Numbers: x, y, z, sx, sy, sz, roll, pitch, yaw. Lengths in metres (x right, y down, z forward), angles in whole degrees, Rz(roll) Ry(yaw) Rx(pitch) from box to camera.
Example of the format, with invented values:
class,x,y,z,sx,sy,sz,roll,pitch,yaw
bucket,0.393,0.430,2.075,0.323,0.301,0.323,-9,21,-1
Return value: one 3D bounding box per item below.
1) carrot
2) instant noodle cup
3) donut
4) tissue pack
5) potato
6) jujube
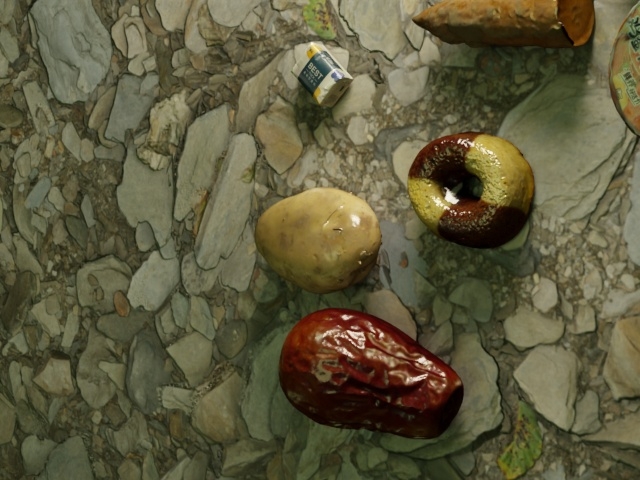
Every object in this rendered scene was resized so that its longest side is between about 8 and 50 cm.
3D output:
class,x,y,z,sx,sy,sz,roll,pitch,yaw
carrot,0.234,-0.301,1.585,0.263,0.102,0.101,4,92,38
instant noodle cup,0.458,-0.201,1.381,0.205,0.153,0.205,1,92,36
donut,0.198,-0.072,1.625,0.184,0.073,0.166,31,105,31
tissue pack,0.001,-0.251,1.789,0.062,0.042,0.083,-51,62,28
potato,-0.001,0.005,1.748,0.235,0.128,0.161,-16,64,40
jujube,0.069,0.194,1.656,0.255,0.190,0.190,23,104,22
